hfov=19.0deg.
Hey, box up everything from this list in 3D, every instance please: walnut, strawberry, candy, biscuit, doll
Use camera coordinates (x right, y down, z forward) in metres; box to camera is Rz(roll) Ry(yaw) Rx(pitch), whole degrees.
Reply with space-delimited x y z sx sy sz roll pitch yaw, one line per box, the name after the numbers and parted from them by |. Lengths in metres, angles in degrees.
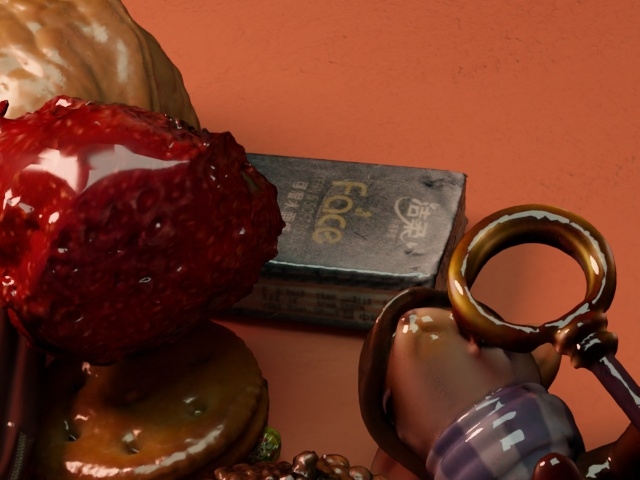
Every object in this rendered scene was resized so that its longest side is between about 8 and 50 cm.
-0.256 -0.117 1.832 0.252 0.277 0.313 -46 53 -3 | walnut
-0.172 -0.004 1.575 0.274 0.274 0.220 17 82 23 | strawberry
-0.049 0.153 1.658 0.035 0.035 0.123 2 29 1 | candy
-0.150 0.147 1.610 0.220 0.066 0.220 -11 35 8 | biscuit
0.152 0.169 1.457 0.318 0.209 0.340 -40 45 5 | doll

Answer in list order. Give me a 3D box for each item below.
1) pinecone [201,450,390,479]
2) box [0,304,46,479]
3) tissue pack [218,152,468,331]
-0.035 0.239 1.419 0.179 0.195 0.150 -4 68 -38 | pinecone
-0.353 0.136 1.590 0.263 0.108 0.404 -16 36 10 | box
0.000 0.000 1.811 0.257 0.081 0.185 5 38 12 | tissue pack
